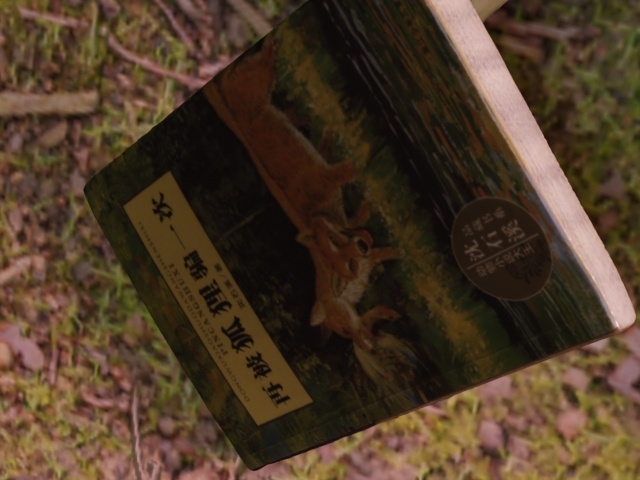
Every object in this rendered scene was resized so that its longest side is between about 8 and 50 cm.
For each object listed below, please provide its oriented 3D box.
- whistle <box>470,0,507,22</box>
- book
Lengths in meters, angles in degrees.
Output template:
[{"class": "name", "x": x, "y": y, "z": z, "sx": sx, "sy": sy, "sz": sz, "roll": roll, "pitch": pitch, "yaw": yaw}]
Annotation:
[{"class": "whistle", "x": 0.091, "y": -0.147, "z": 0.411, "sx": 0.141, "sy": 0.141, "sz": 0.294, "roll": 49, "pitch": 115, "yaw": 5}, {"class": "book", "x": 0.000, "y": 0.000, "z": 0.502, "sx": 0.228, "sy": 0.024, "sz": 0.160, "roll": -29, "pitch": 91, "yaw": 45}]
